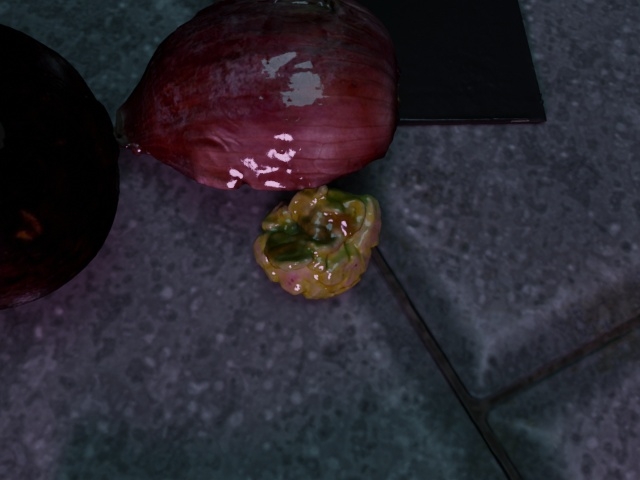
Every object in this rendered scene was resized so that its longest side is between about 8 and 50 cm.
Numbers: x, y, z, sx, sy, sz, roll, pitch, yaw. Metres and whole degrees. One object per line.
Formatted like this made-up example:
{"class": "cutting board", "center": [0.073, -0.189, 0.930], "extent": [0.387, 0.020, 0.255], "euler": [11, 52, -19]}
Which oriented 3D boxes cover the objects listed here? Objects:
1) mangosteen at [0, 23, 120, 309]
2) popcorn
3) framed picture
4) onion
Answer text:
{"class": "mangosteen", "center": [-0.289, -0.047, 0.639], "extent": [0.265, 0.228, 0.228], "euler": [-18, 66, 1]}
{"class": "popcorn", "center": [0.001, 0.000, 0.717], "extent": [0.109, 0.089, 0.097], "euler": [-19, 78, -18]}
{"class": "framed picture", "center": [0.090, -0.266, 0.898], "extent": [0.255, 0.014, 0.339], "euler": [-2, 64, -7]}
{"class": "onion", "center": [-0.071, -0.142, 0.731], "extent": [0.283, 0.120, 0.227], "euler": [-12, 40, 4]}
